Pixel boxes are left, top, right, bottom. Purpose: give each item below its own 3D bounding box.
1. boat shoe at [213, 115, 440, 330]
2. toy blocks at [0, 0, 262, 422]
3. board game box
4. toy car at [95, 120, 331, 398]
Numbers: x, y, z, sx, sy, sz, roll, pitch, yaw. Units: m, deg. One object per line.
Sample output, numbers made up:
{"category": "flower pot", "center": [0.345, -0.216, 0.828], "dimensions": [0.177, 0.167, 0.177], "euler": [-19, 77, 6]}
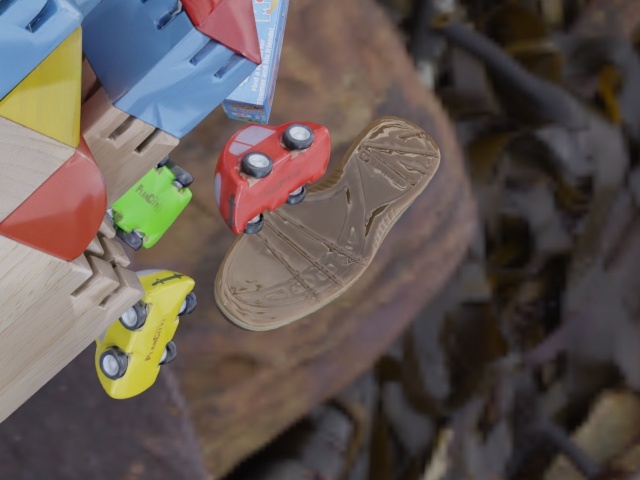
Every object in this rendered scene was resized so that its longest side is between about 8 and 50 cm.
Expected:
{"category": "boat shoe", "center": [0.000, 0.000, 2.038], "dimensions": [0.123, 0.123, 0.342], "euler": [39, 52, 5]}
{"category": "toy blocks", "center": [-0.181, -0.043, 0.716], "dimensions": [0.381, 0.261, 0.191], "euler": [26, 28, -52]}
{"category": "board game box", "center": [-0.044, -0.173, 1.415], "dimensions": [0.039, 0.211, 0.160], "euler": [9, 89, -2]}
{"category": "toy car", "center": [-0.106, -0.020, 1.260], "dimensions": [0.239, 0.053, 0.225], "euler": [-52, 155, -5]}
